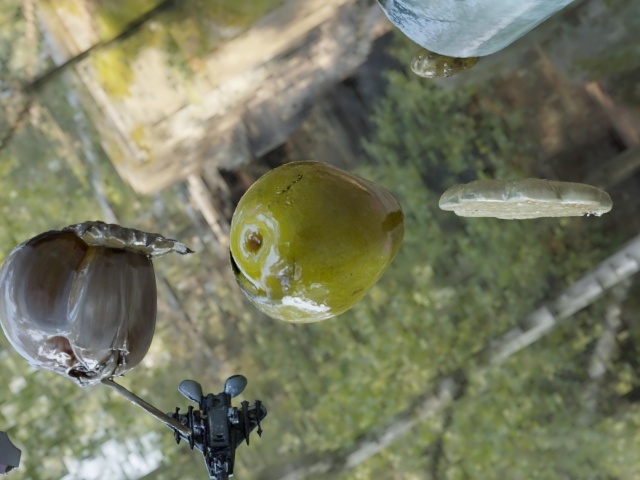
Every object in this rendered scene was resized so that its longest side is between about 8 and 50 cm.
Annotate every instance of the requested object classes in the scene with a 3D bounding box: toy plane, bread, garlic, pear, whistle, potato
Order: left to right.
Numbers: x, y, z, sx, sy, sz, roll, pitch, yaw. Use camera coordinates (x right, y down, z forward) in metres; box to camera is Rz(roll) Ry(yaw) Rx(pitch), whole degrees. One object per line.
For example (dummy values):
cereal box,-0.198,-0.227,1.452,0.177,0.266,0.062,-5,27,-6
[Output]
garlic,-0.200,0.073,1.574,0.256,0.207,0.207,39,-177,8
toy plane,-0.165,0.327,2.432,0.246,0.169,0.078,-99,8,-46
pear,0.005,0.004,2.529,0.285,0.336,0.285,-10,79,63
potato,0.138,-0.198,1.636,0.040,0.083,0.051,68,158,3
bread,0.371,-0.075,2.738,0.316,0.316,0.054,27,-116,-80
whistle,0.199,-0.329,1.402,0.188,0.405,0.168,45,157,-7

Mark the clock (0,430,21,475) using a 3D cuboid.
clock,-0.695,0.361,2.776,0.253,0.083,0.186,18,174,-38
